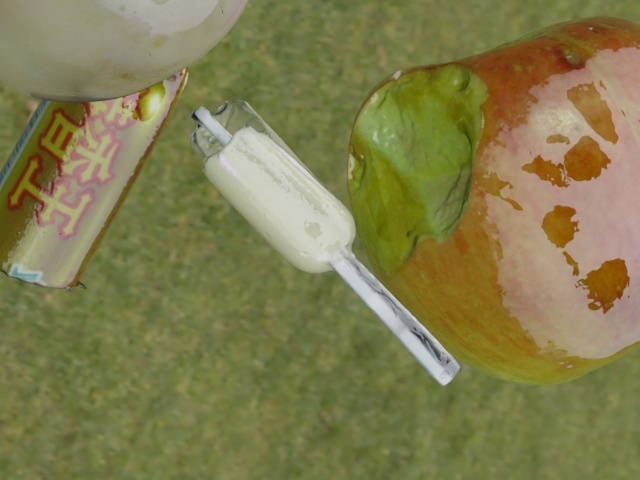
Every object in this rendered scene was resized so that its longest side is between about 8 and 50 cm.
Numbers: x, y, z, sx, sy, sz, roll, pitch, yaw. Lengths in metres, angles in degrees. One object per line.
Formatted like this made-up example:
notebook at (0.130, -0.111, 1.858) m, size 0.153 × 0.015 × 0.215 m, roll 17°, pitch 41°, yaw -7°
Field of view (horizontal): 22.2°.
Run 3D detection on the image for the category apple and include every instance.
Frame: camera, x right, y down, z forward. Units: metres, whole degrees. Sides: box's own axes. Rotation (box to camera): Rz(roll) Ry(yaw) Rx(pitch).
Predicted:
apple at (0.199, -0.034, 1.446) m, size 0.339 × 0.339 × 0.340 m, roll -19°, pitch 115°, yaw -47°

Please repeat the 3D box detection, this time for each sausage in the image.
sausage at (-0.209, -0.099, 1.535) m, size 0.125 × 0.117 × 0.317 m, roll 24°, pitch 110°, yaw -27°

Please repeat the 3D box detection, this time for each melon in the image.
melon at (-0.162, -0.215, 1.177) m, size 0.223 × 0.317 × 0.223 m, roll 6°, pitch 77°, yaw -26°

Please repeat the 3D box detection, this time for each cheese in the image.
cheese at (0.001, -0.001, 1.004) m, size 0.050 × 0.235 × 0.127 m, roll -43°, pitch 176°, yaw 2°
